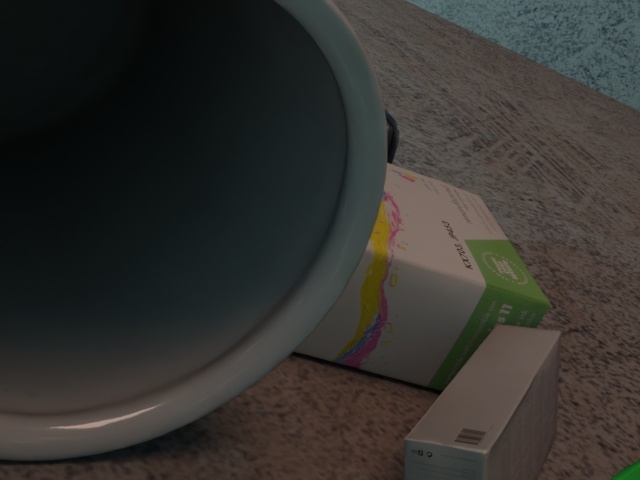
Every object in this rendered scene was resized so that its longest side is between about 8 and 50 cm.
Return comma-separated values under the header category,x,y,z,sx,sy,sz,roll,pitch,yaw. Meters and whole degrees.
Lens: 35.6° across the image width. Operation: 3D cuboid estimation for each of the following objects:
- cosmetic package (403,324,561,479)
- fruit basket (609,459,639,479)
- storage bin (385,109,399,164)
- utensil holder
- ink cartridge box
category,x,y,z,sx,sy,sz,roll,pitch,yaw
cosmetic package,0.124,0.145,0.731,0.060,0.099,0.239,4,14,24
fruit basket,0.274,0.262,0.501,0.327,0.165,0.353,-7,71,-52
storage bin,0.011,-0.085,1.062,0.091,0.135,0.098,1,33,-28
utensil holder,-0.191,-0.107,0.660,0.327,0.328,0.385,8,28,-37
ink cartridge box,0.000,0.000,0.881,0.353,0.119,0.207,17,26,-22
